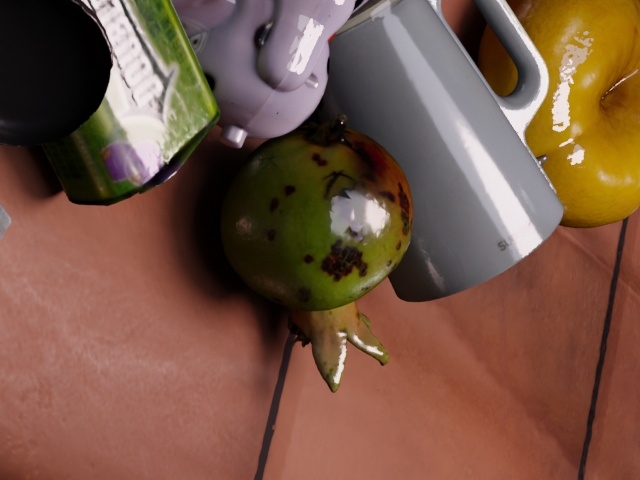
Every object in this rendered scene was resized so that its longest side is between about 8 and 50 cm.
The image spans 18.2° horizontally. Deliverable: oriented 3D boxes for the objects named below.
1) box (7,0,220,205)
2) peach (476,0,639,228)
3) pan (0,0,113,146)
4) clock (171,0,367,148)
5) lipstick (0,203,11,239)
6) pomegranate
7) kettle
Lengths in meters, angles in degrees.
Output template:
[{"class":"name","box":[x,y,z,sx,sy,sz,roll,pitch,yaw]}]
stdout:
[{"class":"box","box":[-0.182,-0.197,1.345,0.134,0.097,0.346,-47,125,-40]},{"class":"peach","box":[0.239,-0.132,1.882,0.251,0.153,0.251,22,63,-52]},{"class":"pan","box":[-0.236,-0.126,1.274,0.212,0.040,0.115,15,113,-24]},{"class":"clock","box":[-0.035,-0.191,1.508,0.189,0.189,0.254,42,68,-45]},{"class":"lipstick","box":[-0.318,-0.117,1.168,0.371,0.079,0.076,59,45,-34]},{"class":"pomegranate","box":[0.011,0.008,1.552,0.156,0.156,0.220,-50,123,-43]},{"class":"kettle","box":[0.100,-0.106,1.654,0.210,0.160,0.243,-33,107,-15]}]
